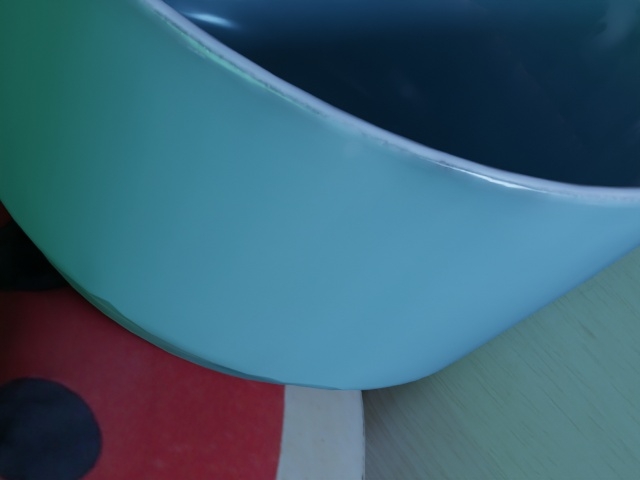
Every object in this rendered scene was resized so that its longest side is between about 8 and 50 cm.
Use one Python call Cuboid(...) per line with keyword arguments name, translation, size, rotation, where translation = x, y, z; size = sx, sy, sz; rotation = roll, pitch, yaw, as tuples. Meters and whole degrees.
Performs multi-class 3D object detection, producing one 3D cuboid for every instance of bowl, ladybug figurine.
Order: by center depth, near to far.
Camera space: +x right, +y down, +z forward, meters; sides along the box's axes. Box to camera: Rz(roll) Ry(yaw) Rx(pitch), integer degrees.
Cuboid(name="bowl", translation=(-0.009, -0.064, 0.701), size=(0.311, 0.311, 0.163), rotation=(37, 123, 8))
Cuboid(name="ladybug figurine", translation=(-0.142, 0.078, 0.791), size=(0.305, 0.449, 0.162), rotation=(-37, 123, 1))

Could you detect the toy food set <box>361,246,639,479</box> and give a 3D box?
Cuboid(name="toy food set", translation=(0.145, 0.122, 0.741), size=(0.219, 0.092, 0.306), rotation=(-42, 56, 8))
